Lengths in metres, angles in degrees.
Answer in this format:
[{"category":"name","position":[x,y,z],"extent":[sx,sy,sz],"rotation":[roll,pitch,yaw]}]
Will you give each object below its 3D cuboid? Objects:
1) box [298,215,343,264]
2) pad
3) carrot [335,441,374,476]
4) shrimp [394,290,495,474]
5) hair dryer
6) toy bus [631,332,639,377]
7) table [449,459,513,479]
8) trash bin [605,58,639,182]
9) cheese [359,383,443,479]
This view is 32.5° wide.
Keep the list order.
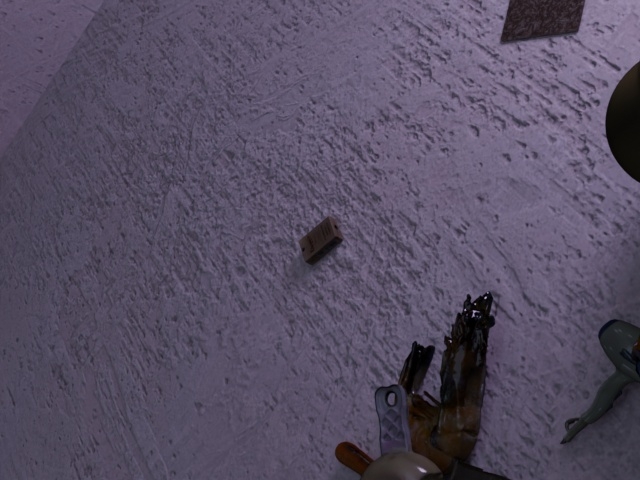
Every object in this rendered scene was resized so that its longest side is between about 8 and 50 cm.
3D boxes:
[{"category":"box","position":[0.000,0.000,2.025],"extent":[0.083,0.024,0.053],"rotation":[-40,46,27]},{"category":"pad","position":[0.393,-0.451,1.861],"extent":[0.158,0.003,0.235],"rotation":[1,72,46]},{"category":"carrot","position":[0.087,0.374,1.744],"extent":[0.190,0.037,0.037],"rotation":[31,94,48]},{"category":"shrimp","position":[0.188,0.216,1.704],"extent":[0.178,0.075,0.289],"rotation":[5,88,49]},{"category":"hair dryer","position":[0.419,0.223,1.477],"extent":[0.167,0.067,0.199],"rotation":[31,104,43]},{"category":"toy bus","position":[0.477,0.158,1.348],"extent":[0.126,0.136,0.209],"rotation":[-19,49,-7]},{"category":"table","position":[0.233,0.371,1.574],"extent":[0.082,0.070,0.083],"rotation":[9,77,43]},{"category":"trash bin","position":[0.536,-0.182,1.433],"extent":[0.334,0.214,0.214],"rotation":[-23,55,30]},{"category":"cheese","position":[0.119,0.359,1.643],"extent":[0.163,0.082,0.286],"rotation":[-12,76,36]}]
